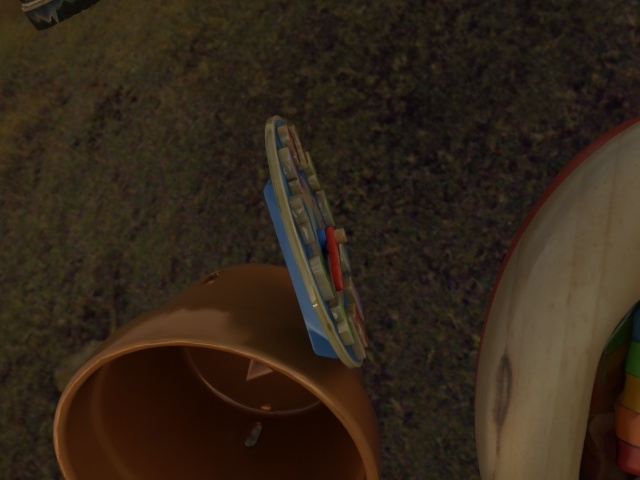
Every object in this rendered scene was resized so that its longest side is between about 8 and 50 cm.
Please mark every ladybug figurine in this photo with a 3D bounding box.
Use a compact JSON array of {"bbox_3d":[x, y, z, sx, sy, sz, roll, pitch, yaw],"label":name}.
[{"bbox_3d":[0.262,0.090,0.633,0.162,0.305,0.448,-117,28,-66],"label":"ladybug figurine"}]

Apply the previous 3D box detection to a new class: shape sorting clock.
[{"bbox_3d":[0.000,0.000,0.609,0.040,0.206,0.206,-15,44,6],"label":"shape sorting clock"}]

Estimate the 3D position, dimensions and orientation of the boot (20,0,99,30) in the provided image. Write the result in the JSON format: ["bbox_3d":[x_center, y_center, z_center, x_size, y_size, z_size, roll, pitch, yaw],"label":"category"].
[{"bbox_3d":[-0.187,-0.281,0.637,0.198,0.137,0.077,-35,31,-8],"label":"boot"}]

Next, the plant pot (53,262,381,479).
[{"bbox_3d":[-0.078,0.155,0.755,0.291,0.291,0.203,-34,17,25],"label":"plant pot"}]
